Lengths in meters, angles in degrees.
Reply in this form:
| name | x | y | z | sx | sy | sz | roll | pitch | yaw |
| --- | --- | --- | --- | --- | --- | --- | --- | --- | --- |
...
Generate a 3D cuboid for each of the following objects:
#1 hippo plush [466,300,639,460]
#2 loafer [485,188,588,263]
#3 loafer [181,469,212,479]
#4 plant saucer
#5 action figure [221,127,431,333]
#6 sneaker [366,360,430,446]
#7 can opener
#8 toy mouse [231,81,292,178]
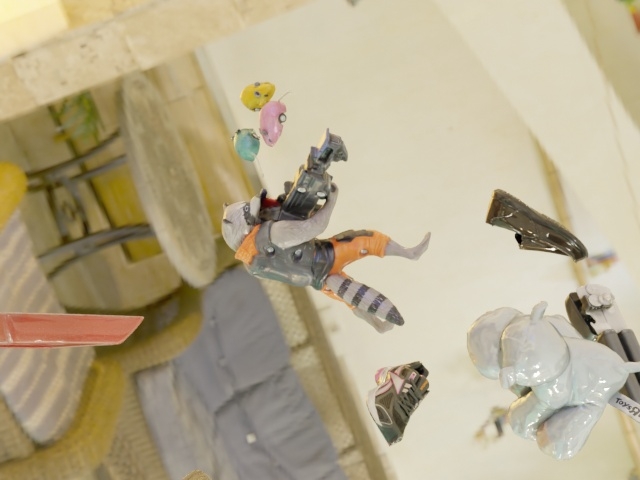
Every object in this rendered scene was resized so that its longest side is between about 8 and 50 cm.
| name | x | y | z | sx | sy | sz | roll | pitch | yaw |
| --- | --- | --- | --- | --- | --- | --- | --- | --- | --- |
| hippo plush | 0.354 | 0.223 | 1.774 | 0.237 | 0.234 | 0.294 | 21 | -2 | -36 |
| loafer | 0.398 | -0.014 | 2.058 | 0.220 | 0.078 | 0.080 | 31 | 10 | -8 |
| loafer | -0.247 | 0.469 | 2.018 | 0.148 | 0.050 | 0.056 | -41 | 126 | -48 |
| plant saucer | -0.462 | 0.148 | 1.780 | 0.258 | 0.259 | 0.047 | 6 | 79 | -46 |
| action figure | 0.000 | 0.000 | 1.747 | 0.341 | 0.330 | 0.178 | 110 | -3 | -49 |
| sneaker | 0.116 | 0.219 | 1.572 | 0.072 | 0.077 | 0.178 | 57 | 19 | -19 |
| can opener | 0.528 | 0.194 | 1.980 | 0.093 | 0.074 | 0.280 | 110 | -28 | -44 |
| toy mouse | -0.089 | -0.157 | 1.538 | 0.161 | 0.031 | 0.143 | -15 | -112 | 55 |
